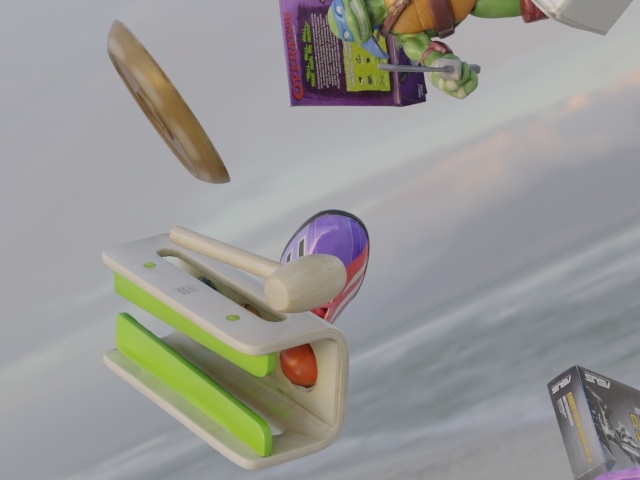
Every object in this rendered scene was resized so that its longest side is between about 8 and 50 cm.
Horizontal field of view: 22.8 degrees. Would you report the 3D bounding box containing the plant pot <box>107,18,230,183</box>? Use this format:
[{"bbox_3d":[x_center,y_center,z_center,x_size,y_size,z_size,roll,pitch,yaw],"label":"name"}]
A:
[{"bbox_3d":[-0.188,-0.158,1.895,0.032,0.236,0.236,-36,-2,-8],"label":"plant pot"}]

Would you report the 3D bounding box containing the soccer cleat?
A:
[{"bbox_3d":[-0.029,0.104,1.961,0.318,0.108,0.116,-59,12,31],"label":"soccer cleat"}]

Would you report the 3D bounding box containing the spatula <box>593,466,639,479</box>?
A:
[{"bbox_3d":[0.310,0.366,1.505,0.030,0.296,0.084,7,-20,-44],"label":"spatula"}]

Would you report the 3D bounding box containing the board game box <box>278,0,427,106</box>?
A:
[{"bbox_3d":[0.022,-0.326,1.807,0.056,0.347,0.208,-15,14,-40],"label":"board game box"}]

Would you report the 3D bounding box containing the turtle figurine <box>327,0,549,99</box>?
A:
[{"bbox_3d":[0.142,-0.249,1.506,0.266,0.198,0.275,-18,-24,-4],"label":"turtle figurine"}]

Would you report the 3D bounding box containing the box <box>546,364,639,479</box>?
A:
[{"bbox_3d":[0.406,0.276,2.061,0.231,0.183,0.056,23,-49,-37],"label":"box"}]

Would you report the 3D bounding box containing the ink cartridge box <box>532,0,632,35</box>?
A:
[{"bbox_3d":[0.232,-0.302,1.302,0.092,0.158,0.218,9,-54,-51],"label":"ink cartridge box"}]

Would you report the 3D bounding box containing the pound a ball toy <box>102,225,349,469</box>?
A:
[{"bbox_3d":[-0.074,0.065,1.485,0.136,0.208,0.319,-13,26,-35],"label":"pound a ball toy"}]
